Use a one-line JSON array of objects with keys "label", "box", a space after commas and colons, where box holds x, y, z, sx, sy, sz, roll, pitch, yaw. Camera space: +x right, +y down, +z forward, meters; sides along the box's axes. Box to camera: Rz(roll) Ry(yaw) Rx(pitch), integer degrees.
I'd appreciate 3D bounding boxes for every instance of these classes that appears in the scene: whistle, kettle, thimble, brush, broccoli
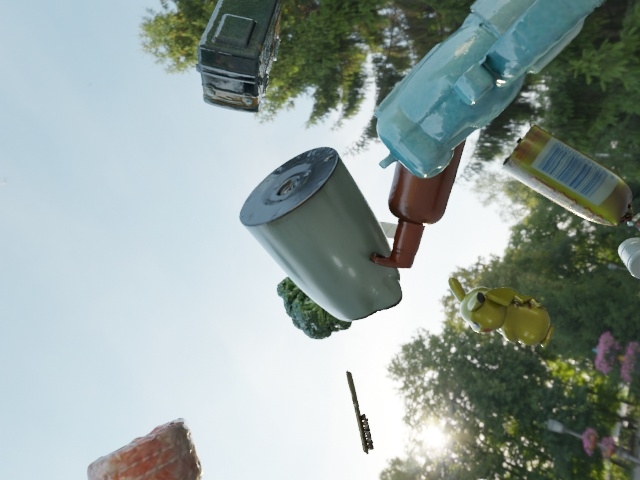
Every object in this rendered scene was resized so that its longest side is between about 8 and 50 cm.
[{"label": "whistle", "box": [0.147, -0.160, 0.355, 0.093, 0.274, 0.186, 46, -148, 1]}, {"label": "kettle", "box": [0.000, 0.000, 0.623, 0.161, 0.221, 0.236, -50, -58, -19]}, {"label": "thimble", "box": [-0.399, 0.536, 0.931, 0.239, 0.239, 0.162, -14, -107, -49]}, {"label": "brush", "box": [0.122, 0.524, 1.250, 0.043, 0.036, 0.247, 67, -172, -51]}, {"label": "broccoli", "box": [-0.006, 0.176, 1.278, 0.270, 0.270, 0.270, -9, -51, -50]}]

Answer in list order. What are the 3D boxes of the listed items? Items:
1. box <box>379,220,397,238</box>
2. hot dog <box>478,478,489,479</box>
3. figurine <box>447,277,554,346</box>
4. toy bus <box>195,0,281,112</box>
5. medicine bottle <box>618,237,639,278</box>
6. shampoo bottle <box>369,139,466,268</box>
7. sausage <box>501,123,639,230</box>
[{"label": "box", "box": [0.116, -0.029, 0.978, 0.084, 0.155, 0.040, 41, -123, -87]}, {"label": "hot dog", "box": [0.277, 0.467, 0.618, 0.259, 0.175, 0.114, 72, -179, -74]}, {"label": "figurine", "box": [0.594, 0.237, 1.333, 0.218, 0.327, 0.169, -39, -38, -86]}, {"label": "toy bus", "box": [-0.170, -0.434, 0.894, 0.167, 0.139, 0.275, 107, 173, -62]}, {"label": "medicine bottle", "box": [0.623, 0.034, 0.784, 0.091, 0.058, 0.058, -39, -50, -59]}, {"label": "shampoo bottle", "box": [0.133, -0.080, 0.530, 0.086, 0.086, 0.244, 0, -73, -51]}, {"label": "sausage", "box": [0.560, -0.124, 0.884, 0.117, 0.317, 0.125, -59, -13, 30]}]
